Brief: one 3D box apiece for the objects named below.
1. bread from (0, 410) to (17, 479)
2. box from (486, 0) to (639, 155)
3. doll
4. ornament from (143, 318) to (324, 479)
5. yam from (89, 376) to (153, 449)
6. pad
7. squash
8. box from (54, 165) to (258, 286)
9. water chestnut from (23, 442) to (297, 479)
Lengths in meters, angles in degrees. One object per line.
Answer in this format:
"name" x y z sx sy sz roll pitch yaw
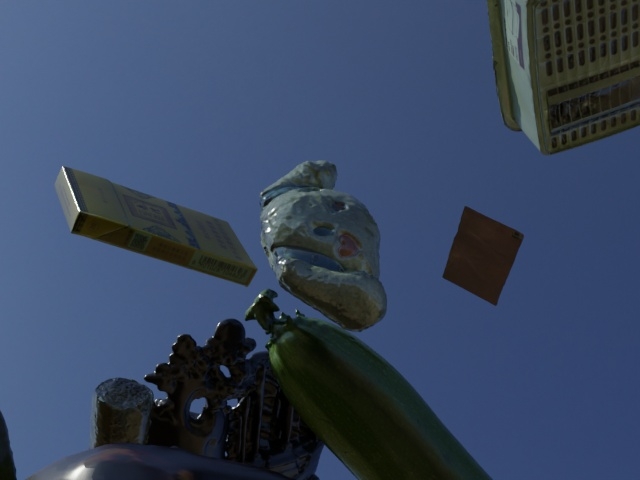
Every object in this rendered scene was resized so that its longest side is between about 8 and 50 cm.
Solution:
"bread" -0.438 0.223 0.716 0.381 0.129 0.367 -5 -98 10
"box" 0.325 -0.264 1.118 0.220 0.166 0.291 -18 -44 2
"doll" 0.000 0.000 0.732 0.103 0.214 0.072 4 -54 -13
"ornament" -0.083 0.195 0.917 0.106 0.251 0.261 23 -71 50
"yam" -0.176 0.179 0.776 0.054 0.054 0.132 17 -61 9
"pad" 0.281 0.028 1.549 0.113 0.006 0.188 27 -41 17
"squash" 0.070 0.191 0.831 0.378 0.101 0.101 45 -57 0
"box" -0.233 -0.018 1.269 0.278 0.153 0.041 20 -72 -33
"water chestnut" -0.116 0.268 0.541 0.335 0.335 0.347 10 -40 14
